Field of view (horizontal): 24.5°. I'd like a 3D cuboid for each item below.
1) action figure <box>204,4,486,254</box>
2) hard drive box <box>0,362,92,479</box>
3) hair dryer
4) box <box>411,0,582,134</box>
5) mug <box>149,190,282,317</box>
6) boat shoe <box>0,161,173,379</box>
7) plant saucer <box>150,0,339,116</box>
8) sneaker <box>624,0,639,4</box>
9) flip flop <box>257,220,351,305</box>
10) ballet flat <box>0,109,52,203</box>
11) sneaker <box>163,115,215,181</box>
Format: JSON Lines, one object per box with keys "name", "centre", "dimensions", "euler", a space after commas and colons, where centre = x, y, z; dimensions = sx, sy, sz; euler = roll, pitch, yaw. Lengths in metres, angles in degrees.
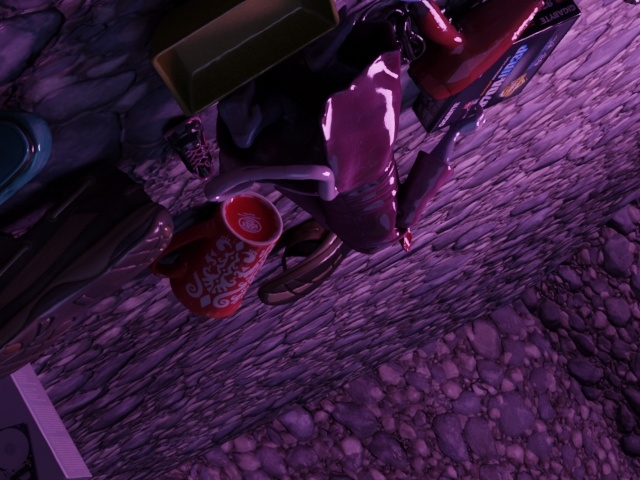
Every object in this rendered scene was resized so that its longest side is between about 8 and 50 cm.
{"name": "action figure", "centre": [0.047, -0.078, 1.661], "dimensions": [0.248, 0.276, 0.370], "euler": [-8, 142, 19]}
{"name": "hard drive box", "centre": [-0.436, 0.255, 1.905], "dimensions": [0.181, 0.232, 0.089], "euler": [-34, 166, 7]}
{"name": "hair dryer", "centre": [0.153, -0.241, 1.786], "dimensions": [0.293, 0.080, 0.223], "euler": [-26, 164, -26]}
{"name": "box", "centre": [0.239, -0.245, 2.019], "dimensions": [0.175, 0.051, 0.220], "euler": [-25, 165, -26]}
{"name": "mug", "centre": [-0.139, 0.022, 2.008], "dimensions": [0.150, 0.113, 0.169], "euler": [-23, 160, -40]}
{"name": "boat shoe", "centre": [-0.331, 0.047, 1.634], "dimensions": [0.355, 0.130, 0.132], "euler": [-37, 169, -4]}
{"name": "plant saucer", "centre": [-0.079, -0.212, 1.447], "dimensions": [0.188, 0.045, 0.188], "euler": [-32, 166, -1]}
{"name": "sneaker", "centre": [0.415, -0.373, 1.839], "dimensions": [0.147, 0.104, 0.296], "euler": [-39, 170, 7]}
{"name": "flip flop", "centre": [0.000, 0.000, 2.325], "dimensions": [0.277, 0.080, 0.112], "euler": [-45, 165, -14]}
{"name": "ballet flat", "centre": [-0.345, -0.041, 1.403], "dimensions": [0.247, 0.083, 0.087], "euler": [-35, 180, 20]}
{"name": "sneaker", "centre": [-0.143, -0.101, 1.676], "dimensions": [0.047, 0.057, 0.119], "euler": [-30, 165, -2]}
